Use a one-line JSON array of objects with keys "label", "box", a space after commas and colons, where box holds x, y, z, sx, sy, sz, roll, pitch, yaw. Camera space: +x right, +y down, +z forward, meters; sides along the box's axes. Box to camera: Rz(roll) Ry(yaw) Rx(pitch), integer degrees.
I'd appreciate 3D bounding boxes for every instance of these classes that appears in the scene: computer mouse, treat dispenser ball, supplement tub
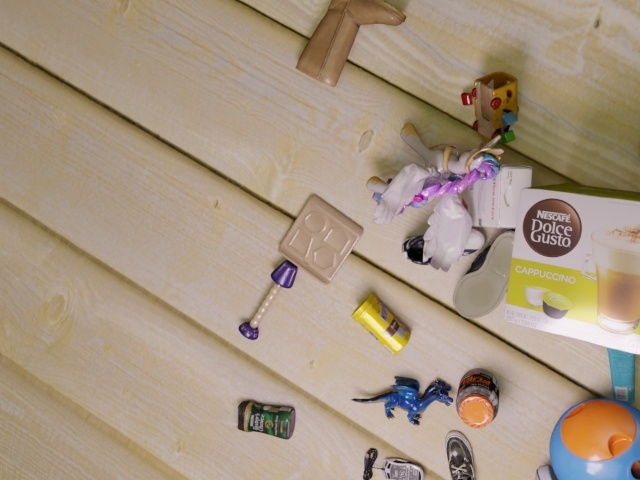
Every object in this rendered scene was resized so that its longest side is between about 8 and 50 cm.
[{"label": "computer mouse", "box": [0.227, 0.707, 2.040, 0.193, 0.042, 0.106, 6, 96, 21]}, {"label": "treat dispenser ball", "box": [0.753, 0.562, 1.734, 0.288, 0.288, 0.288, 3, 100, 16]}, {"label": "supplement tub", "box": [0.441, 0.444, 1.855, 0.117, 0.190, 0.117, 2, 99, 15]}]

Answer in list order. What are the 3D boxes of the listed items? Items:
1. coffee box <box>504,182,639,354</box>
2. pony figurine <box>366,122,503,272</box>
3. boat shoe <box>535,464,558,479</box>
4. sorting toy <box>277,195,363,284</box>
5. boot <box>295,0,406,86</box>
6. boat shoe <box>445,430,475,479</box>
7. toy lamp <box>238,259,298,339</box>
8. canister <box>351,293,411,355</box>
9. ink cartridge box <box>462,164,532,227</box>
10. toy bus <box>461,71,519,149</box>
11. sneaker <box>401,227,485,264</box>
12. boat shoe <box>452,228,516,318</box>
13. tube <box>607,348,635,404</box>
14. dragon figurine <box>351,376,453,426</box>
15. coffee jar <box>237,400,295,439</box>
[{"label": "coffee box", "box": [0.679, 0.044, 1.597, 0.337, 0.338, 0.335, 12, 102, 35]}, {"label": "pony figurine", "box": [0.277, -0.143, 1.721, 0.303, 0.363, 0.351, 37, 85, -30]}, {"label": "boat shoe", "box": [0.656, 0.819, 1.897, 0.156, 0.136, 0.367, -21, 102, 21]}, {"label": "sorting toy", "box": [0.000, 0.000, 1.993, 0.193, 0.038, 0.208, 35, 102, 8]}, {"label": "boot", "box": [0.085, -0.556, 1.853, 0.236, 0.089, 0.270, 32, 106, 20]}, {"label": "boat shoe", "box": [0.421, 0.678, 1.962, 0.077, 0.070, 0.219, -15, 95, 18]}, {"label": "toy lamp", "box": [-0.159, 0.181, 2.045, 0.080, 0.080, 0.275, 37, 108, 7]}, {"label": "canister", "box": [0.180, 0.245, 1.933, 0.170, 0.126, 0.073, 44, 107, 3]}, {"label": "ink cartridge box", "box": [0.457, -0.113, 1.732, 0.092, 0.218, 0.159, 1, 93, -12]}, {"label": "toy bus", "box": [0.474, -0.345, 1.759, 0.104, 0.202, 0.191, -23, 84, -12]}, {"label": "sneaker", "box": [0.334, 0.021, 1.836, 0.234, 0.153, 0.094, -1, 100, 16]}, {"label": "boat shoe", "box": [0.478, 0.083, 1.813, 0.127, 0.113, 0.340, 37, 135, 20]}, {"label": "tube", "box": [0.815, 0.343, 1.785, 0.080, 0.052, 0.207, -8, 107, 8]}, {"label": "dragon figurine", "box": [0.247, 0.457, 1.968, 0.289, 0.085, 0.144, 14, 102, 13]}, {"label": "coffee jar", "box": [-0.176, 0.571, 2.111, 0.184, 0.079, 0.096, 5, 100, 15]}]
